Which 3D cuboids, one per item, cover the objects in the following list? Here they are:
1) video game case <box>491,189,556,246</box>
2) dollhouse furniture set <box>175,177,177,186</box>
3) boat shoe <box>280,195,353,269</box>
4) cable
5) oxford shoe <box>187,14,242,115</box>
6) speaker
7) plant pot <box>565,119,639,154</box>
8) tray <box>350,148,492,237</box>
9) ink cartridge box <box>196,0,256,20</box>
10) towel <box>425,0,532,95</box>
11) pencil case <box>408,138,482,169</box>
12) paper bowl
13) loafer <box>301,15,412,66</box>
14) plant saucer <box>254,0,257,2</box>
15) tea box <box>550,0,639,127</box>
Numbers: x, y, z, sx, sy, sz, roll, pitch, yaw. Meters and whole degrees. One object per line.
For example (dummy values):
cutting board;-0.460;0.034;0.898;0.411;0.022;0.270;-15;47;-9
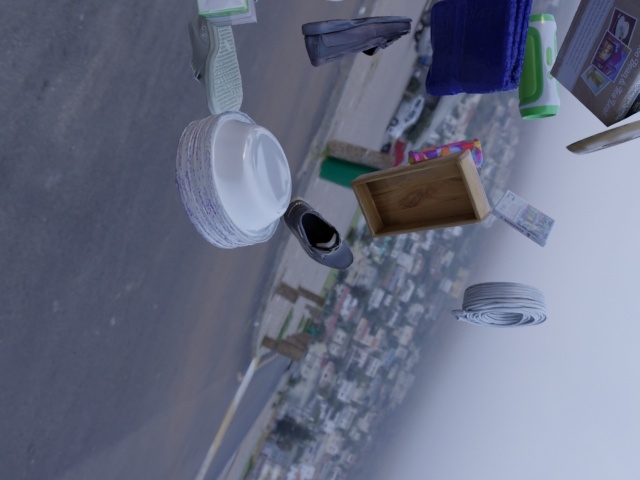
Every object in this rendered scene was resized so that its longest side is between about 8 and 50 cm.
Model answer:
video game case;0.626;-0.071;2.006;0.201;0.183;0.023;-38;160;-56
dollhouse furniture set;-0.443;-0.225;2.279;0.081;0.114;0.091;16;71;-62
boat shoe;0.000;0.000;2.136;0.132;0.355;0.130;-49;-142;-1
cable;0.566;0.203;2.013;0.257;0.257;0.089;-22;-126;48
oxford shoe;-0.336;-0.536;2.022;0.169;0.130;0.450;44;30;-55
speaker;0.663;-0.528;1.998;0.131;0.131;0.297;-29;115;-85
plant pot;0.722;-0.252;1.591;0.236;0.236;0.033;44;28;-87
tray;0.295;-0.133;1.982;0.410;0.203;0.076;-8;-159;46
ink cartridge box;-0.239;-0.652;1.630;0.353;0.119;0.207;-93;175;-78
towel;0.353;-0.444;1.477;0.308;0.076;0.228;-156;-113;-64
pencil case;0.392;-0.256;2.051;0.104;0.236;0.105;171;-90;-85
paper bowl;-0.164;-0.132;1.381;0.284;0.148;0.285;-12;90;-67
loafer;0.086;-0.456;1.485;0.302;0.109;0.095;-17;112;-34
plant saucer;-0.193;-0.918;2.260;0.192;0.067;0.018;-54;154;12
tea box;0.763;-0.491;1.498;0.323;0.220;0.329;-26;152;-18
